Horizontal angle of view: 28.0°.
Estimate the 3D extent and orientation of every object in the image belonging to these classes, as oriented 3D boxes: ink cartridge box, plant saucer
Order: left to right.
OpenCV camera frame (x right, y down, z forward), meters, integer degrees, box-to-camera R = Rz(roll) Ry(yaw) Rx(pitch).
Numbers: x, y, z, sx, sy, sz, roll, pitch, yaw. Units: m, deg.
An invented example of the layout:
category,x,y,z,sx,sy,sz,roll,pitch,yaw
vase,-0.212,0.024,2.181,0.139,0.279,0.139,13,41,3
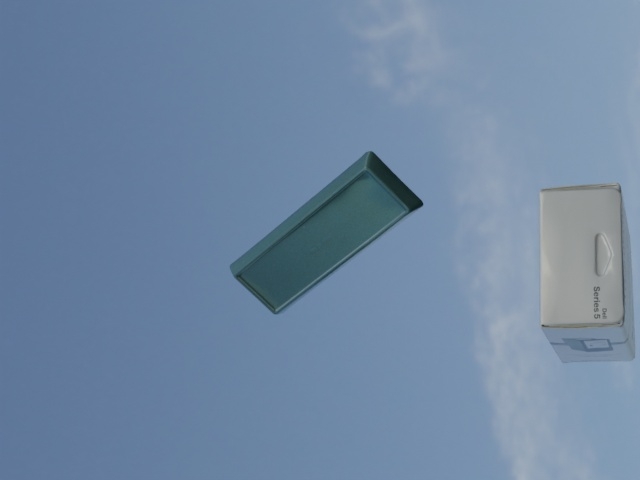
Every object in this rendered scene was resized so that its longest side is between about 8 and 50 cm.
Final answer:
category,x,y,z,sx,sy,sz,roll,pitch,yaw
plant saucer,0.000,0.000,1.120,0.067,0.192,0.018,44,-145,-11
ink cartridge box,0.379,0.053,1.813,0.273,0.115,0.198,43,-134,-67
